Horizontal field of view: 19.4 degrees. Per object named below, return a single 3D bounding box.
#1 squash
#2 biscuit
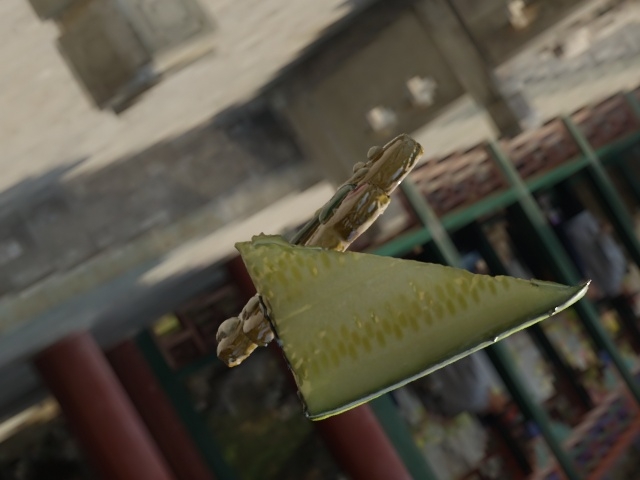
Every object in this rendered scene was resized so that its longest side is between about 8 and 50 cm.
[{"bbox_3d":[0.078,0.029,1.543,0.252,0.169,0.093,-25,166,4],"label":"squash"},{"bbox_3d":[0.000,0.000,1.828,0.301,0.049,0.197,-49,-173,-28],"label":"biscuit"}]
